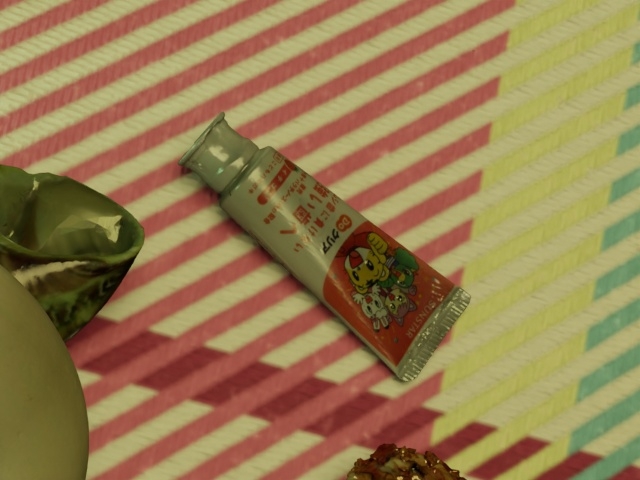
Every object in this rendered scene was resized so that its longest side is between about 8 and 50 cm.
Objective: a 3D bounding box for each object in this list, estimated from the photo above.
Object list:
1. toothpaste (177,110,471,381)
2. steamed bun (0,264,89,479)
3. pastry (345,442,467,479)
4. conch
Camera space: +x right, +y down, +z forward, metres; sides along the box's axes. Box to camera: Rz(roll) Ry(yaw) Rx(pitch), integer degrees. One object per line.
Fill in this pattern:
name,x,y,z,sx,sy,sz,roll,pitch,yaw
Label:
toothpaste,0.000,0.000,1.440,0.234,0.057,0.089,41,65,-6
steamed bun,-0.301,0.120,1.189,0.324,0.324,0.206,22,28,-6
pastry,0.092,0.196,1.372,0.169,0.087,0.063,40,40,-10
conch,-0.236,0.005,1.339,0.181,0.124,0.187,44,36,16
